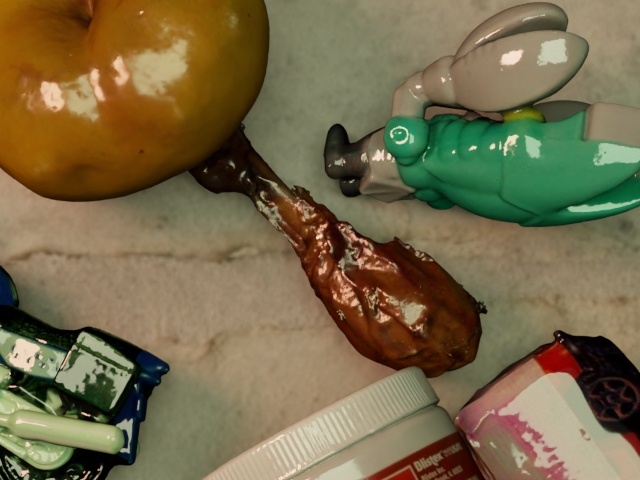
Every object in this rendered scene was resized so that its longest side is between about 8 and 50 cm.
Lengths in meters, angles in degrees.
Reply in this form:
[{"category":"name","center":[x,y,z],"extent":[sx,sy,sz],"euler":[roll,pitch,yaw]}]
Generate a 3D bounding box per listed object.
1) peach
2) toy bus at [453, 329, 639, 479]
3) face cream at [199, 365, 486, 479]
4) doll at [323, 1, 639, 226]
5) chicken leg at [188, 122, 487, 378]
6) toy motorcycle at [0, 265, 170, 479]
[{"category":"peach","center":[-0.156,-0.144,1.318],"extent":[0.251,0.153,0.251],"euler":[-13,56,20]},{"category":"toy bus","center":[0.230,0.215,1.329],"extent":[0.147,0.127,0.303],"euler":[-33,86,-2]},{"category":"face cream","center":[0.032,0.219,1.273],"extent":[0.201,0.201,0.187],"euler":[-28,81,-7]},{"category":"doll","center":[0.136,-0.091,1.334],"extent":[0.258,0.195,0.153],"euler":[8,71,-1]},{"category":"chicken leg","center":[0.000,0.000,1.362],"extent":[0.304,0.113,0.093],"euler":[40,94,10]},{"category":"toy motorcycle","center":[-0.277,0.071,1.328],"extent":[0.331,0.125,0.196],"euler":[25,82,5]}]
